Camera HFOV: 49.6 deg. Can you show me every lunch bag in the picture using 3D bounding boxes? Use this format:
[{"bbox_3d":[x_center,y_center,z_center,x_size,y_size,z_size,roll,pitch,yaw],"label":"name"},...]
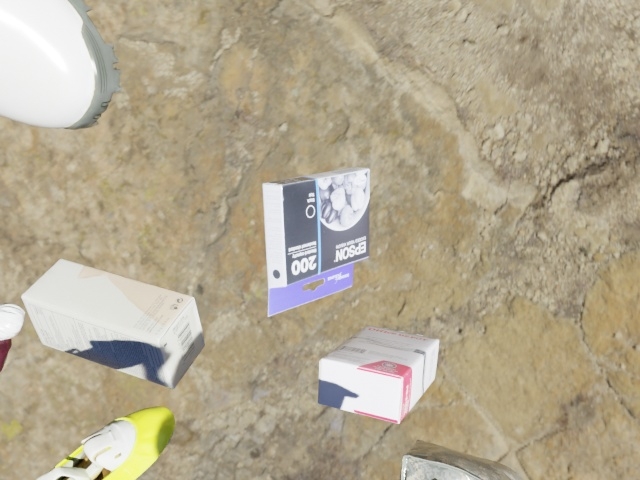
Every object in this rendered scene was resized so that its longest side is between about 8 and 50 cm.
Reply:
[{"bbox_3d":[0.316,0.549,1.486,0.287,0.235,0.168,11,85,15],"label":"lunch bag"}]

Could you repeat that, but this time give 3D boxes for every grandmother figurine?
[{"bbox_3d":[-0.796,0.244,1.700,0.342,0.104,0.207,-41,66,46],"label":"grandmother figurine"}]

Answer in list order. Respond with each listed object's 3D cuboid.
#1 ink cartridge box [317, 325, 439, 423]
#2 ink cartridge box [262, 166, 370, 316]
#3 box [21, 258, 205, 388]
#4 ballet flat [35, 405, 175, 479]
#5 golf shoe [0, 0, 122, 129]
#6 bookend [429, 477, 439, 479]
[{"bbox_3d":[0.122,0.262,1.401,0.172,0.237,0.100,8,103,25],"label":"ink cartridge box"},{"bbox_3d":[0.000,0.000,1.076,0.045,0.206,0.208,12,109,40],"label":"ink cartridge box"},{"bbox_3d":[-0.391,0.154,1.317,0.311,0.121,0.147,15,134,19],"label":"box"},{"bbox_3d":[-0.281,0.278,0.838,0.077,0.231,0.077,44,166,37],"label":"ballet flat"},{"bbox_3d":[-0.247,-0.137,0.381,0.273,0.120,0.105,33,119,-11],"label":"golf shoe"},{"bbox_3d":[0.111,0.399,0.856,0.072,0.156,0.157,23,103,35],"label":"bookend"}]
